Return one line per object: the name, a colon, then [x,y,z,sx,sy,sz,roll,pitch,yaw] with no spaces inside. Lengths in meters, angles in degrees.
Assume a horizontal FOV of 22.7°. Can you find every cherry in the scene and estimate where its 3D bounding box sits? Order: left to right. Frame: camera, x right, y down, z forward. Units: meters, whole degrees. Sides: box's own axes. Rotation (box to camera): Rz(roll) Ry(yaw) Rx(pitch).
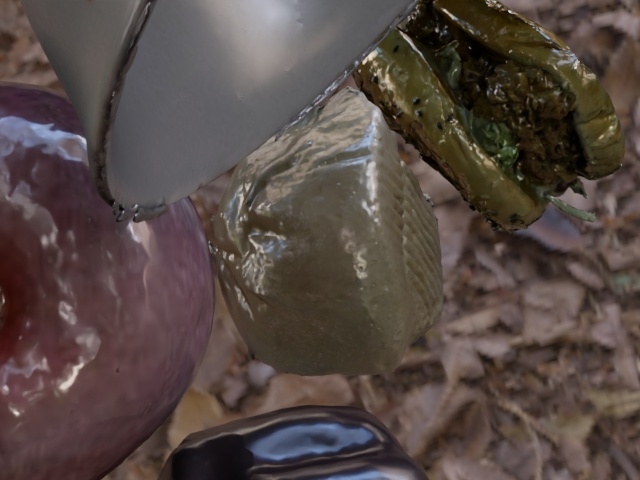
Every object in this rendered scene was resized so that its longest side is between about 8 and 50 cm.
cherry: [-0.169,0.030,0.773,0.236,0.285,0.213,7,82,-1]

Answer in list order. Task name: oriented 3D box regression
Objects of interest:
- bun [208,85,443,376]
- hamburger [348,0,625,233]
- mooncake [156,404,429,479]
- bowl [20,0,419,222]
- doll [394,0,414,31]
bun: [0.001,0.015,1.550,0.204,0.281,0.282,-11,44,18]
hamburger: [0.104,-0.077,0.996,0.113,0.185,0.177,-36,1,-3]
mooncake: [-0.023,0.228,0.831,0.141,0.283,0.283,-4,37,-22]
bowl: [-0.016,-0.188,0.564,0.157,0.345,0.345,40,66,7]
doll: [0.143,-0.230,1.350,0.208,0.271,0.144,-32,65,41]
